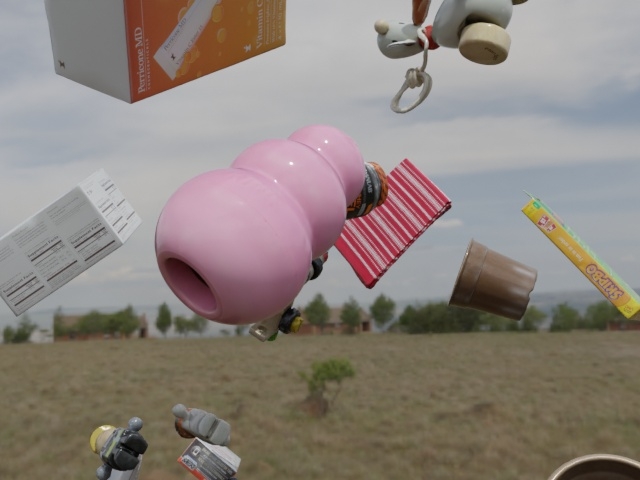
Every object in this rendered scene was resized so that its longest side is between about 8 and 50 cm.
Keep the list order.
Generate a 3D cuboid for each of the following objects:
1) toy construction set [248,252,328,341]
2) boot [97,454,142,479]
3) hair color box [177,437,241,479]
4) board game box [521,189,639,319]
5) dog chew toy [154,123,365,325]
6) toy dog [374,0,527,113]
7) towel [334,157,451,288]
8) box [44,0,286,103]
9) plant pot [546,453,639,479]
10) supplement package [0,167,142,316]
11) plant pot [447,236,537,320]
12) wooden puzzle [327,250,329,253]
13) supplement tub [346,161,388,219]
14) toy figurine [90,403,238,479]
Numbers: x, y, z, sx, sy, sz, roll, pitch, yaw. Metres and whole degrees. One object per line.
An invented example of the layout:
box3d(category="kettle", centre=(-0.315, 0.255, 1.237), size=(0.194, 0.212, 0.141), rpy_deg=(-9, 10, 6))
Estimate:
box3d(category="toy construction set", centre=(-0.122, 0.068, 1.690), size=(0.257, 0.237, 0.309), rpy_deg=(10, 33, -1))
box3d(category="boot", centre=(-0.365, 0.502, 1.513), size=(0.123, 0.258, 0.095), rpy_deg=(20, 12, -28))
box3d(category="hair color box", centre=(-0.194, 0.389, 1.410), size=(0.093, 0.053, 0.167), rpy_deg=(39, -10, 3))
box3d(category="board game box", centre=(0.420, 0.022, 1.280), size=(0.039, 0.259, 0.124), rpy_deg=(-44, -24, 17))
box3d(category="dog chew toy", centre=(-0.060, -0.041, 1.064), size=(0.332, 0.206, 0.206), rpy_deg=(-44, 20, -32))
box3d(category="toy dog", centre=(0.194, -0.380, 1.351), size=(0.161, 0.220, 0.334), rpy_deg=(29, -36, -34))
box3d(category="towel", centre=(0.155, -0.040, 1.829), size=(0.031, 0.275, 0.199), rpy_deg=(34, 13, -47))
box3d(category="box", centre=(-0.216, -0.370, 1.179), size=(0.168, 0.215, 0.345), rpy_deg=(25, 39, 28))
box3d(category="plant pot", centre=(0.544, 0.574, 1.509), size=(0.263, 0.263, 0.229), rpy_deg=(-3, -43, 12))
box3d(category="supplement package", centre=(-0.522, -0.003, 1.603), size=(0.262, 0.145, 0.204), rpy_deg=(-33, 13, 6))
box3d(category="plant pot", centre=(0.392, 0.097, 1.802), size=(0.165, 0.167, 0.167), rpy_deg=(19, -2, 9))
box3d(category="wooden puzzle", centre=(0.000, 0.000, 1.677), size=(0.049, 0.083, 0.006), rpy_deg=(20, -34, 0))
box3d(category="supplement tub", centre=(0.029, -0.093, 1.520), size=(0.190, 0.117, 0.117), rpy_deg=(-14, 2, -33))
box3d(category="toy figurine", centre=(-0.231, 0.360, 1.203), size=(0.213, 0.209, 0.148), rpy_deg=(-13, -1, -29))
